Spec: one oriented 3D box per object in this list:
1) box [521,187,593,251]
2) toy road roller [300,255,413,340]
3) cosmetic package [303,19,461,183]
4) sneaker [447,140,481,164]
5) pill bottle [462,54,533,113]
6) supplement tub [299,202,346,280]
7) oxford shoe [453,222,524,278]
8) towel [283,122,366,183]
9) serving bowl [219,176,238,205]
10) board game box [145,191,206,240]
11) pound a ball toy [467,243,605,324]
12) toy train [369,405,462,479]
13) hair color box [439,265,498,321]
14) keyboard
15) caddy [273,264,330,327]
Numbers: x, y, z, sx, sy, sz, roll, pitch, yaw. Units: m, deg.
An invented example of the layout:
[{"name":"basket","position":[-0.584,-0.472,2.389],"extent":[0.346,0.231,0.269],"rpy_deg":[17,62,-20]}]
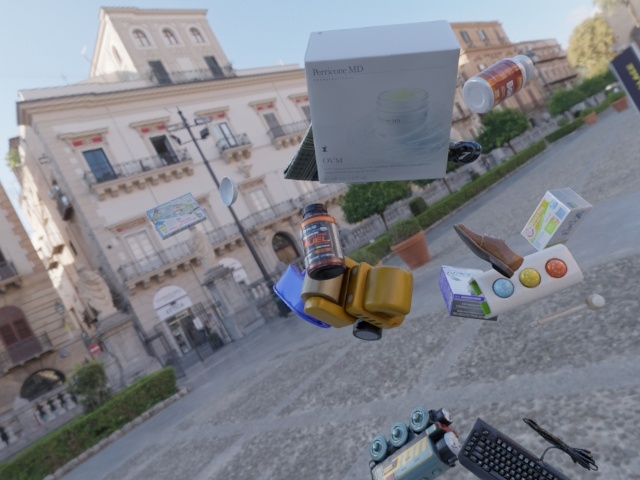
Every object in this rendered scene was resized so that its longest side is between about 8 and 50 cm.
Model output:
[{"name":"box","position":[0.818,-0.068,1.438],"extent":[0.103,0.114,0.203],"rpy_deg":[-9,-45,-19]},{"name":"toy road roller","position":[0.129,0.152,1.249],"extent":[0.241,0.330,0.202],"rpy_deg":[-33,36,49]},{"name":"cosmetic package","position":[0.100,-0.227,0.698],"extent":[0.224,0.224,0.138],"rpy_deg":[-2,42,7]},{"name":"sneaker","position":[0.356,-0.253,1.165],"extent":[0.188,0.066,0.078],"rpy_deg":[16,19,32]},{"name":"pill bottle","position":[0.585,-0.516,1.344],"extent":[0.216,0.121,0.121],"rpy_deg":[-33,0,-14]},{"name":"supplement tub","position":[0.000,0.000,1.098],"extent":[0.106,0.197,0.106],"rpy_deg":[-10,-28,-5]},{"name":"oxford shoe","position":[0.464,0.012,1.145],"extent":[0.076,0.212,0.076],"rpy_deg":[-46,-29,1]},{"name":"towel","position":[0.082,-0.284,1.143],"extent":[0.313,0.056,0.324],"rpy_deg":[-2,-35,-34]},{"name":"serving bowl","position":[-0.259,-0.141,1.184],"extent":[0.027,0.083,0.083],"rpy_deg":[-5,-17,-40]},{"name":"board game box","position":[-0.460,-0.079,1.317],"extent":[0.154,0.103,0.026],"rpy_deg":[-30,-12,-28]},{"name":"pound a ball toy","position":[0.626,0.144,1.179],"extent":[0.320,0.208,0.135],"rpy_deg":[-20,-19,1]},{"name":"toy train","position":[0.287,0.662,1.265],"extent":[0.334,0.142,0.190],"rpy_deg":[-45,27,18]},{"name":"hair color box","position":[0.624,0.215,1.753],"extent":[0.186,0.109,0.339],"rpy_deg":[6,18,6]},{"name":"keyboard","position":[0.507,0.528,0.957],"extent":[0.201,0.317,0.033],"rpy_deg":[-53,-23,-16]},{"name":"caddy","position":[-0.064,0.262,1.856],"extent":[0.241,0.341,0.179],"rpy_deg":[21,-77,-48]}]
